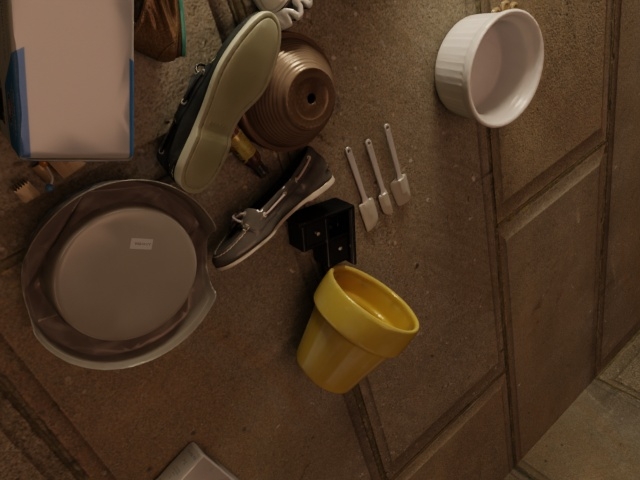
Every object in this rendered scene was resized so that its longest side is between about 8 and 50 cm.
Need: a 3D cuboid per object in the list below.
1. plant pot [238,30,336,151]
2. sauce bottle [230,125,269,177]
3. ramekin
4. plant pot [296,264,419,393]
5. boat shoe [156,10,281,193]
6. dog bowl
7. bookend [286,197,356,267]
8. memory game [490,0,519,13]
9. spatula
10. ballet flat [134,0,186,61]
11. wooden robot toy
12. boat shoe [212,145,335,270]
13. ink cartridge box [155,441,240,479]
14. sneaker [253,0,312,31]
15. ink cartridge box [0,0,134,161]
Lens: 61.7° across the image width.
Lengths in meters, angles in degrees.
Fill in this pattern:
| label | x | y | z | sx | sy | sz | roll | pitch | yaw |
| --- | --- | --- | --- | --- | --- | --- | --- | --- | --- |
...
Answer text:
| label | x | y | z | sx | sy | sz | roll | pitch | yaw |
| --- | --- | --- | --- | --- | --- | --- | --- | --- | --- |
| plant pot | -0.048 | -0.287 | 1.058 | 0.237 | 0.110 | 0.237 | -16 | 117 | -35 |
| sauce bottle | -0.147 | -0.175 | 1.068 | 0.042 | 0.042 | 0.128 | -49 | 129 | -13 |
| ramekin | 0.418 | -0.434 | 1.350 | 0.277 | 0.135 | 0.277 | -16 | 119 | -31 |
| plant pot | 0.069 | 0.226 | 1.296 | 0.254 | 0.254 | 0.239 | 16 | 114 | -42 |
| boat shoe | -0.190 | -0.257 | 0.954 | 0.127 | 0.113 | 0.340 | 8 | 110 | -59 |
| dog bowl | -0.351 | 0.051 | 0.958 | 0.349 | 0.102 | 0.348 | -17 | 118 | -34 |
| bookend | 0.000 | 0.000 | 1.243 | 0.157 | 0.072 | 0.156 | -20 | 120 | -31 |
| memory game | 0.502 | -0.554 | 1.459 | 0.186 | 0.012 | 0.186 | -17 | 119 | -33 |
| spatula | 0.146 | -0.159 | 1.335 | 0.168 | 0.019 | 0.242 | -34 | 126 | -17 |
| ballet flat | -0.266 | -0.456 | 0.825 | 0.124 | 0.116 | 0.342 | 0 | 113 | -19 |
| wooden robot toy | -0.418 | -0.139 | 0.837 | 0.173 | 0.076 | 0.079 | -35 | 130 | -5 |
| boat shoe | -0.111 | -0.073 | 1.109 | 0.335 | 0.112 | 0.095 | -42 | 112 | -25 |
| ink cartridge box | -0.309 | 0.657 | 1.273 | 0.261 | 0.066 | 0.296 | -45 | 130 | -17 |
| sneaker | -0.023 | -0.529 | 0.986 | 0.118 | 0.110 | 0.292 | 42 | 80 | -33 |
| ink cartridge box | -0.351 | -0.242 | 0.695 | 0.129 | 0.307 | 0.223 | -8 | 113 | -35 |
